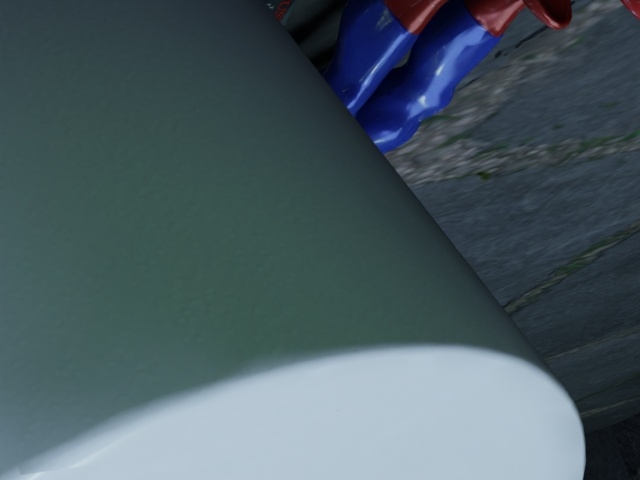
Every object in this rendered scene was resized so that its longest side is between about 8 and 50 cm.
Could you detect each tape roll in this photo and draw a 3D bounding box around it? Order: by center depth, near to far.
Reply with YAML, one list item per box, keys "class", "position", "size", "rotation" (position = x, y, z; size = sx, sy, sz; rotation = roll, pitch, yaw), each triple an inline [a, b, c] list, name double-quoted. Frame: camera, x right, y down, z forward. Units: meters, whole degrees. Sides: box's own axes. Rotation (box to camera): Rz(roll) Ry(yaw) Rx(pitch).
- class: "tape roll"
  position: [-0.081, 0.051, 0.452]
  size: [0.246, 0.169, 0.246]
  rotation: [-25, 147, -18]

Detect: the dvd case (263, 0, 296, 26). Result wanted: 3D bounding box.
- class: "dvd case"
  position: [-0.064, -0.047, 0.525]
  size: [0.119, 0.013, 0.087]
  rotation: [-7, 136, -44]

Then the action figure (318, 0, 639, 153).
- class: "action figure"
  position: [0.000, 0.000, 0.651]
  size: [0.280, 0.139, 0.091]
  rotation: [-26, 166, 40]
